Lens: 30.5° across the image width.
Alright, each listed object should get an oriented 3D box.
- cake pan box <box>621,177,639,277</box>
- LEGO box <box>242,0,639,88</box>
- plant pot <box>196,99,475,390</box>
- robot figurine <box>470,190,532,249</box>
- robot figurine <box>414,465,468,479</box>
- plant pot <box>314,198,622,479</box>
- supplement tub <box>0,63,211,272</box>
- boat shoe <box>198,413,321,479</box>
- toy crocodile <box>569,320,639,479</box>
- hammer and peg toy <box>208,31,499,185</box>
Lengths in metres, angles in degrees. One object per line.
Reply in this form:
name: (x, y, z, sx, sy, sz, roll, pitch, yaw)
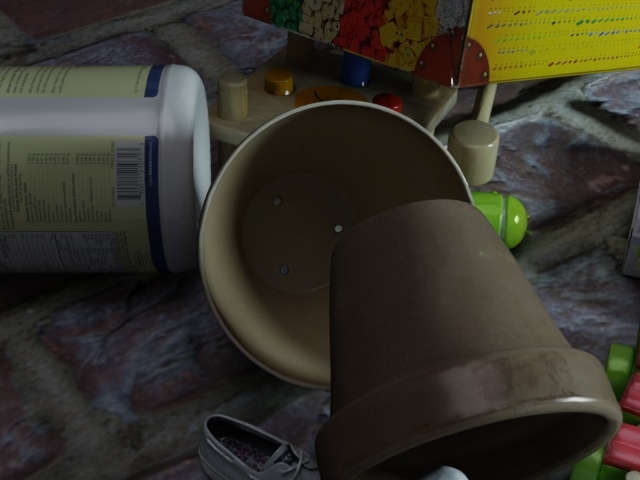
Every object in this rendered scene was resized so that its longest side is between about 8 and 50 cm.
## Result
cake pan box: (0.498, -0.039, 1.387, 0.246, 0.070, 0.267, 13, 43, 12)
LEGO box: (0.214, -0.346, 1.497, 0.500, 0.193, 0.372, -11, 28, -41)
plant pot: (0.000, 0.000, 1.231, 0.284, 0.284, 0.191, -12, 7, -13)
robot figurine: (0.188, -0.023, 1.371, 0.115, 0.067, 0.101, 5, 33, 5)
robot figurine: (0.130, 0.318, 0.877, 0.353, 0.200, 0.300, -23, 67, -23)
plant pot: (0.105, 0.094, 1.038, 0.263, 0.263, 0.229, -9, 65, -10)
supplement tub: (-0.293, -0.079, 1.312, 0.325, 0.235, 0.235, 0, 41, 0)
boat shoe: (-0.036, 0.216, 1.099, 0.184, 0.063, 0.066, 28, 48, 29)
toy crocodile: (0.317, 0.166, 1.122, 0.115, 0.105, 0.340, 15, 43, 17)
hammer and peg toy: (0.065, -0.151, 1.464, 0.361, 0.127, 0.266, 17, 38, 19)
